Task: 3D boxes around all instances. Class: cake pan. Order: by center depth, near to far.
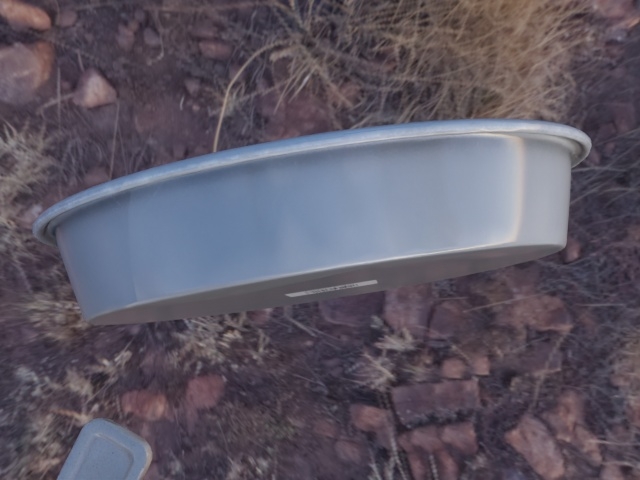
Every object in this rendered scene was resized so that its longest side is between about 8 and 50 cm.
[{"bbox_3d":[0.000,0.000,0.508,0.293,0.293,0.054,-8,84,-10],"label":"cake pan"}]

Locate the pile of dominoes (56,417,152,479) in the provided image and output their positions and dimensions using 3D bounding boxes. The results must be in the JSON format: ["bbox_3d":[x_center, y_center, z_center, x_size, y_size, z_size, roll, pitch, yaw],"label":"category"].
[{"bbox_3d":[-0.067,0.216,0.358,0.196,0.040,0.251,-44,78,4],"label":"pile of dominoes"}]
